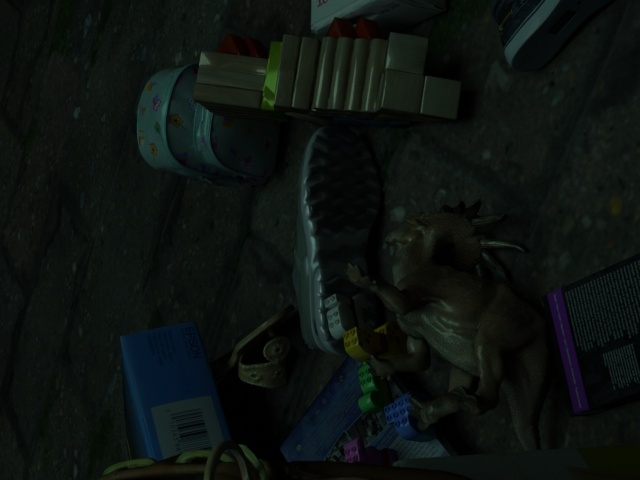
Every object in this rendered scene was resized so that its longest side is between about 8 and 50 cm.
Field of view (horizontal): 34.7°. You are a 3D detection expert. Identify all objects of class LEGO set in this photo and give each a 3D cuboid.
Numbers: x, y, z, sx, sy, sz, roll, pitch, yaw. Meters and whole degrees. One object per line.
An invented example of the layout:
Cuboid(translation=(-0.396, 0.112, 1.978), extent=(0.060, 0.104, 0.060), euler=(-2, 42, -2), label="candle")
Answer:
Cuboid(translation=(0.050, 0.139, 1.063), extent=(0.087, 0.093, 0.227), euler=(-33, 54, 36), label="LEGO set")

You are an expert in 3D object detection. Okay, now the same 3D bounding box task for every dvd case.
Cuboid(translation=(0.064, 0.248, 1.098), extent=(0.180, 0.022, 0.253), euler=(-54, 45, 16), label="dvd case")

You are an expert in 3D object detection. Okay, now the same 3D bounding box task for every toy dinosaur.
Cuboid(translation=(0.150, 0.070, 0.995), extent=(0.295, 0.200, 0.127), euler=(46, 150, 22), label="toy dinosaur")

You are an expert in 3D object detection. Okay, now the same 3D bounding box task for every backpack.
Cuboid(translation=(-0.149, -0.159, 1.399), extent=(0.144, 0.188, 0.165), euler=(10, 91, 56), label="backpack")

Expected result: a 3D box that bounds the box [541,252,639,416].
Cuboid(translation=(0.270, 0.078, 0.891), extent=(0.162, 0.029, 0.116), euler=(-34, 58, 49), label="box")

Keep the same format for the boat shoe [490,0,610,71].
Cuboid(translation=(0.229, -0.250, 0.979), extent=(0.183, 0.065, 0.083), euler=(-46, 50, 42), label="boat shoe")

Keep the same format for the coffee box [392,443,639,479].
Cuboid(translation=(0.157, 0.379, 0.719), extent=(0.338, 0.334, 0.337), euler=(-56, 44, 34), label="coffee box")

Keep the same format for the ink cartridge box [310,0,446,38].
Cuboid(translation=(0.067, -0.358, 1.212), extent=(0.159, 0.092, 0.217), euler=(-12, 72, 54), label="ink cartridge box")

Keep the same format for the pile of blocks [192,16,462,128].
Cuboid(translation=(0.013, -0.199, 1.206), extent=(0.362, 0.149, 0.112), euler=(8, 88, 32), label="pile of blocks")

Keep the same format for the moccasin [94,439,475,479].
Cuboid(translation=(-0.025, 0.181, 0.590), extent=(0.380, 0.147, 0.139), euler=(4, 87, 52), label="moccasin")

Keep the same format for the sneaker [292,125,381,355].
Cuboid(translation=(0.000, 0.000, 1.229), extent=(0.115, 0.105, 0.281), euler=(-19, 66, 59), label="sneaker")

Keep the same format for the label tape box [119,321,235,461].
Cuboid(translation=(-0.195, 0.317, 1.419), extent=(0.347, 0.115, 0.249), euler=(97, 156, -49), label="label tape box")

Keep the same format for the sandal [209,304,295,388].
Cuboid(translation=(-0.076, 0.161, 1.355), extent=(0.079, 0.088, 0.240), euler=(55, 143, 4), label="sandal")
